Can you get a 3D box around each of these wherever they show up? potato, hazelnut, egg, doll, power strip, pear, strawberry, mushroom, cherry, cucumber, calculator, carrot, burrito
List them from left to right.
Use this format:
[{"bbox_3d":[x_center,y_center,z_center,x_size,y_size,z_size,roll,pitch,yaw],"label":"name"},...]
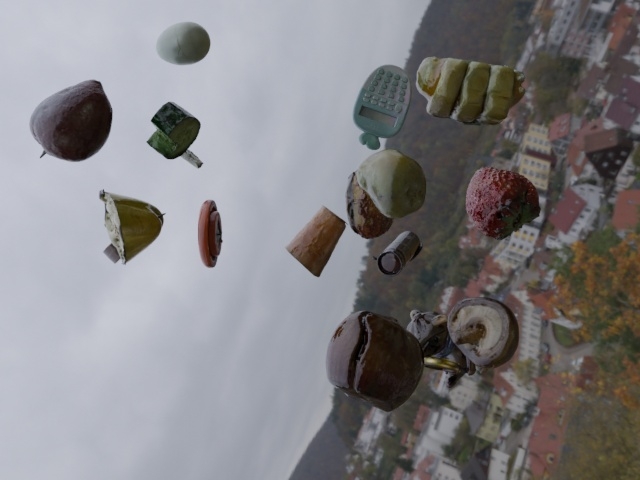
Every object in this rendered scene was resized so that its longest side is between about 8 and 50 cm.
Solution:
[{"bbox_3d":[-0.756,-0.361,1.599,0.203,0.230,0.300,40,-98,-39],"label":"cherry"},{"bbox_3d":[-0.857,0.025,2.251,0.154,0.078,0.154,-41,11,9],"label":"power strip"},{"bbox_3d":[-0.603,-0.054,1.714,0.178,0.267,0.267,-14,-47,-31],"label":"pear"},{"bbox_3d":[-0.531,-0.408,1.893,0.191,0.130,0.191,-57,1,1],"label":"cucumber"},{"bbox_3d":[-0.515,-0.734,1.953,0.151,0.209,0.151,-15,-90,-83],"label":"egg"},{"bbox_3d":[-0.548,-0.352,2.137,0.045,0.185,0.041,-57,-23,8],"label":"burrito"},{"bbox_3d":[0.000,0.000,2.145,0.254,0.196,0.196,-51,-12,-1],"label":"carrot"},{"bbox_3d":[0.123,0.278,1.228,0.218,0.233,0.218,-48,23,28],"label":"hazelnut"},{"bbox_3d":[0.210,-0.458,1.798,0.042,0.184,0.295,-56,-14,-85],"label":"calculator"},{"bbox_3d":[0.165,-0.141,1.254,0.157,0.194,0.157,-17,-58,-30],"label":"potato"},{"bbox_3d":[0.443,0.394,1.881,0.209,0.339,0.318,-56,31,-8],"label":"doll"},{"bbox_3d":[0.501,0.278,1.582,0.194,0.231,0.138,-37,-42,6],"label":"mushroom"},{"bbox_3d":[0.649,-0.153,1.918,0.250,0.288,0.238,15,-55,-42],"label":"strawberry"}]

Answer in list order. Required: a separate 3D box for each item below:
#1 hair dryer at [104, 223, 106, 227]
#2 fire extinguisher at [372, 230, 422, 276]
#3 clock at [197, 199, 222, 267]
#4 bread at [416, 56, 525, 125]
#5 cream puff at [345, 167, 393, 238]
[{"bbox_3d":[-0.804,-0.054,2.015,0.199,0.167,0.068,15,-95,-62],"label":"hair dryer"},{"bbox_3d":[0.294,0.037,1.963,0.341,0.141,0.105,-34,-50,-62],"label":"fire extinguisher"},{"bbox_3d":[-0.327,-0.020,1.561,0.205,0.051,0.205,179,90,-89],"label":"clock"},{"bbox_3d":[0.483,-0.501,1.753,0.300,0.341,0.210,-99,17,-70],"label":"bread"},{"bbox_3d":[0.168,-0.125,1.700,0.240,0.163,0.240,3,-90,-65],"label":"cream puff"}]
